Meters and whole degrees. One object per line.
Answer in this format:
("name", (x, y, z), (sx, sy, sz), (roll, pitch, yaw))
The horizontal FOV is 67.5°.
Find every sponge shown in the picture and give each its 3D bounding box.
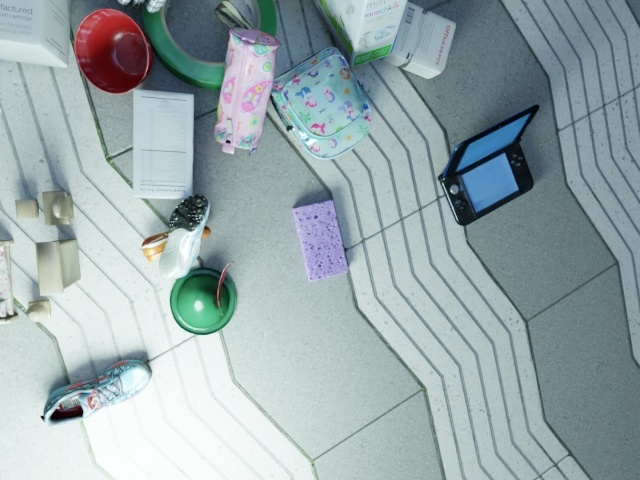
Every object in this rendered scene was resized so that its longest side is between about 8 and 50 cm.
("sponge", (0.000, 0.000, 1.329), (0.117, 0.031, 0.210), (-14, 98, -13))

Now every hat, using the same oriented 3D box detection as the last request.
("hat", (-0.290, 0.155, 1.183), (0.172, 0.183, 0.209), (-7, 96, -14))

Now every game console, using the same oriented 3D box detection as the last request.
("game console", (0.508, -0.207, 1.377), (0.293, 0.173, 0.250), (-27, 100, -11))

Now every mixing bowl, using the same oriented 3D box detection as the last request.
("mixing bowl", (-0.465, -0.439, 1.125), (0.181, 0.098, 0.182), (3, 108, 9))

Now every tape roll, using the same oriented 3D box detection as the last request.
("tape roll", (-0.273, -0.547, 1.195), (0.320, 0.077, 0.322), (-1, 95, -15))

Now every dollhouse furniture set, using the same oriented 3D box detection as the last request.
("dollhouse furniture set", (-0.748, 0.047, 1.060), (0.355, 0.174, 0.304), (-3, 94, -15))

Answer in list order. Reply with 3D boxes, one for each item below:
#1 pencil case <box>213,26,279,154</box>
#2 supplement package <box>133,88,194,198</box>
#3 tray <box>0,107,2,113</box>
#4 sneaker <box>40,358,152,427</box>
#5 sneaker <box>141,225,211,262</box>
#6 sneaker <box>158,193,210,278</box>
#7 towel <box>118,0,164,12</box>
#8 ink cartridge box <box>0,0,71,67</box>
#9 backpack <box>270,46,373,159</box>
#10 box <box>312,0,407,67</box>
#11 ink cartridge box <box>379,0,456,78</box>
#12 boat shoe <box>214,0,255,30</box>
("pencil case", (-0.182, -0.355, 1.148), (0.124, 0.124, 0.284), (10, 122, -15))
("supplement package", (-0.378, -0.223, 1.159), (0.138, 0.134, 0.244), (1, 93, -15))
("tray", (-0.880, -0.303, 1.074), (0.270, 0.030, 0.145), (29, 87, -15))
("sneaker", (-0.538, 0.383, 1.164), (0.261, 0.125, 0.104), (-23, 100, -12))
("sneaker", (-0.365, 0.004, 1.227), (0.175, 0.064, 0.068), (-18, 120, -9))
("sneaker", (-0.318, -0.012, 1.151), (0.085, 0.086, 0.237), (37, 115, 18))
("towel", (-0.401, -0.676, 1.019), (0.121, 0.235, 0.284), (-23, 83, -56))
("ink cartridge box", (-0.704, -0.606, 1.019), (0.285, 0.166, 0.396), (4, 93, -10))
("backpack", (0.011, -0.340, 1.234), (0.225, 0.191, 0.254), (-31, 109, -2))
("box", (0.082, -0.608, 1.162), (0.126, 0.231, 0.262), (-22, 74, -13))
("ink cartridge box", (0.252, -0.558, 1.328), (0.203, 0.086, 0.148), (17, 90, -15))
("boat shoe", (-0.192, -0.507, 1.156), (0.049, 0.056, 0.152), (-42, 100, 3))
